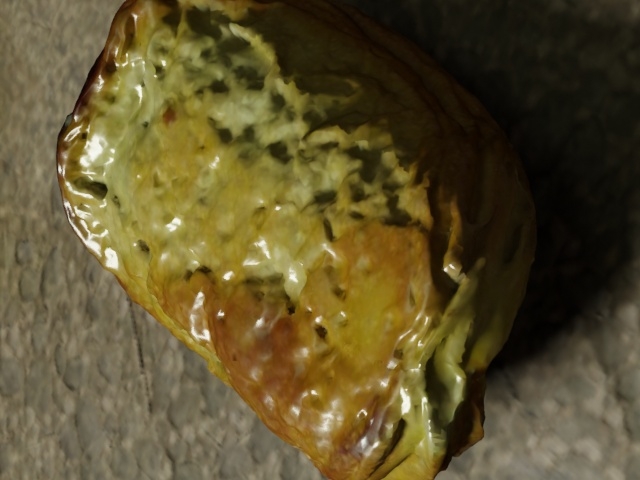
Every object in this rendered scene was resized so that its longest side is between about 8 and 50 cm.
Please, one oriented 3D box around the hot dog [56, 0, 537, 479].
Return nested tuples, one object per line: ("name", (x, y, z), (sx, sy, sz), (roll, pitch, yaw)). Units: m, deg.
("hot dog", (0.001, -0.001, 0.817), (0.259, 0.114, 0.175), (41, 112, 36))
